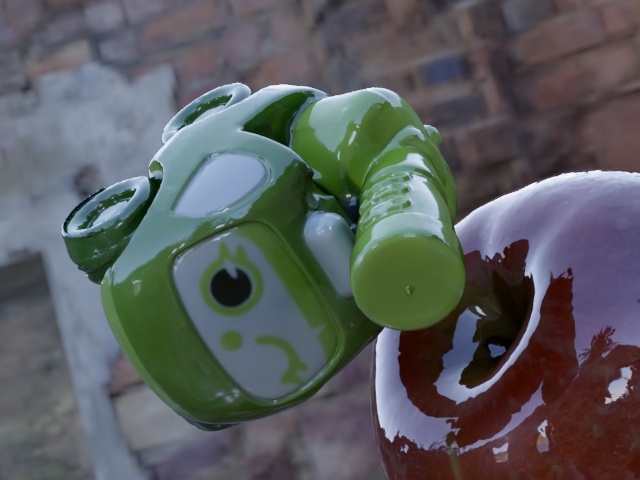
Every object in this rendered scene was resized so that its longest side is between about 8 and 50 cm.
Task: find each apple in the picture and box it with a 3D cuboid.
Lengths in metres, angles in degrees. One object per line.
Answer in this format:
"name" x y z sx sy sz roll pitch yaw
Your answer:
"apple" 0.154 0.090 1.114 0.260 0.260 0.216 -23 -46 38

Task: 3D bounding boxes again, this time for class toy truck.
"toy truck" -0.005 -0.006 1.001 0.211 0.148 0.187 -20 24 29
